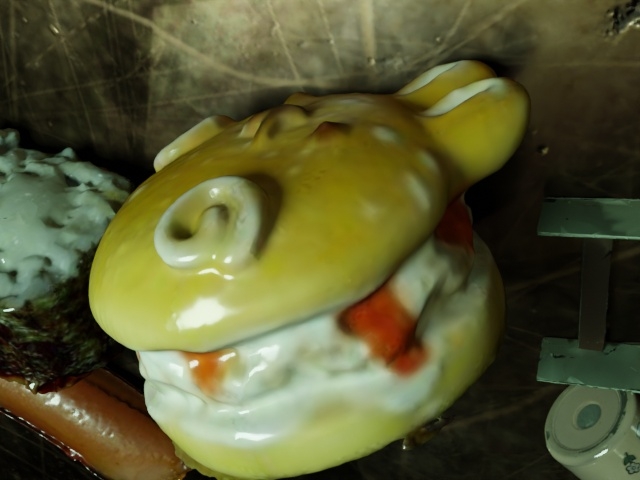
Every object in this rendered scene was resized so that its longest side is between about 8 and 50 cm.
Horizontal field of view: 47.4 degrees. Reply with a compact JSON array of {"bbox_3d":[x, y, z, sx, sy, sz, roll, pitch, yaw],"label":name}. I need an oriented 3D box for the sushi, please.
[{"bbox_3d":[-0.282,0.013,0.645,0.344,0.196,0.182,15,146,15],"label":"sushi"}]

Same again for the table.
[{"bbox_3d":[0.255,0.043,0.545,0.175,0.062,0.146,3,125,21],"label":"table"}]

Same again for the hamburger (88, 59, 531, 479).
[{"bbox_3d":[0.000,0.000,0.488,0.303,0.261,0.186,-15,115,7],"label":"hamburger"}]

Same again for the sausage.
[{"bbox_3d":[-0.280,0.162,0.791,0.330,0.102,0.102,36,128,-7],"label":"sausage"}]

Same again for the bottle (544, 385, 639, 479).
[{"bbox_3d":[0.276,0.187,0.625,0.152,0.099,0.099,38,128,-15],"label":"bottle"}]
